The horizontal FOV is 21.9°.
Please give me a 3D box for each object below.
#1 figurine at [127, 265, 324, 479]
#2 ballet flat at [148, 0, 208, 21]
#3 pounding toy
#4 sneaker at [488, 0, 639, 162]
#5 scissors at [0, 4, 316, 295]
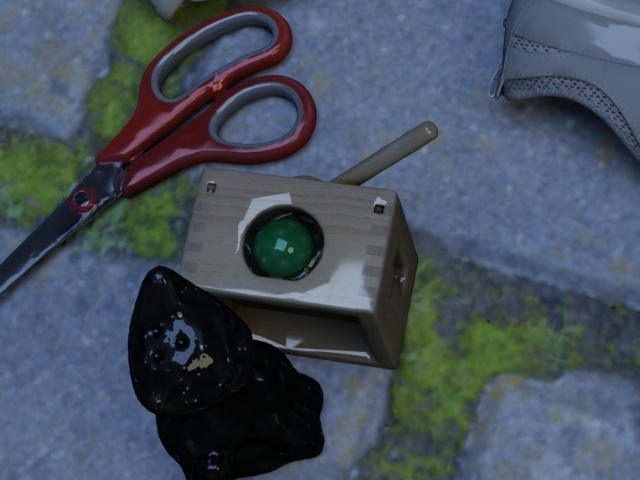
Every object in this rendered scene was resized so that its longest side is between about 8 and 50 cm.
[{"bbox_3d":[-0.052,0.139,0.838,0.092,0.209,0.214,-8,69,7],"label":"figurine"},{"bbox_3d":[-0.005,-0.205,1.038,0.248,0.086,0.086,-22,68,3],"label":"ballet flat"},{"bbox_3d":[0.000,0.000,0.917,0.130,0.141,0.100,7,71,12],"label":"pounding toy"},{"bbox_3d":[0.230,-0.078,0.949,0.281,0.105,0.115,27,111,14],"label":"sneaker"},{"bbox_3d":[-0.137,-0.042,1.025,0.297,0.021,0.109,-30,70,-1],"label":"scissors"}]
